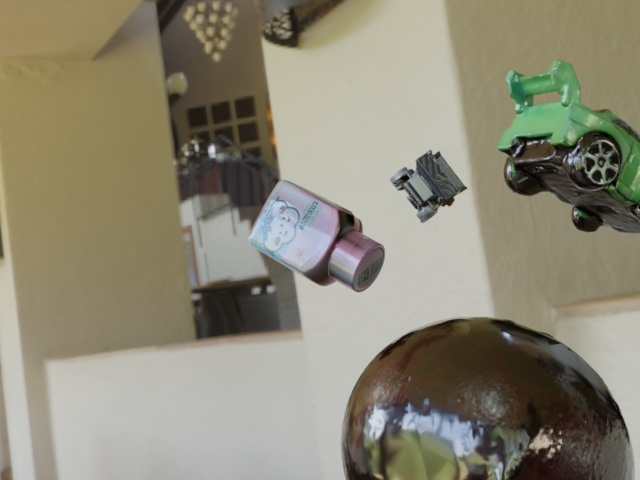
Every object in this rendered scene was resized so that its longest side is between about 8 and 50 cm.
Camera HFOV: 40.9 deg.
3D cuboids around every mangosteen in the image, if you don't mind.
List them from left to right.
[{"bbox_3d":[0.148,0.244,0.863,0.306,0.347,0.307,25,-29,15],"label":"mangosteen"}]

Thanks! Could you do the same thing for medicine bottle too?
[{"bbox_3d":[0.000,0.000,1.280,0.188,0.119,0.094,29,0,28],"label":"medicine bottle"}]

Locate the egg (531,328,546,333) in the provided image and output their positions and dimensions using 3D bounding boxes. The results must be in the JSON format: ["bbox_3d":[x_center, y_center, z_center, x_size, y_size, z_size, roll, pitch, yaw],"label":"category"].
[{"bbox_3d":[0.350,0.255,1.551,0.245,0.204,0.203,7,-3,9],"label":"egg"}]

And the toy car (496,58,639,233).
[{"bbox_3d":[0.461,-0.138,1.466,0.358,0.177,0.213,28,-9,-20],"label":"toy car"}]

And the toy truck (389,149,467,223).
[{"bbox_3d":[0.171,-0.086,1.339,0.092,0.083,0.192,-38,-6,6],"label":"toy truck"}]
